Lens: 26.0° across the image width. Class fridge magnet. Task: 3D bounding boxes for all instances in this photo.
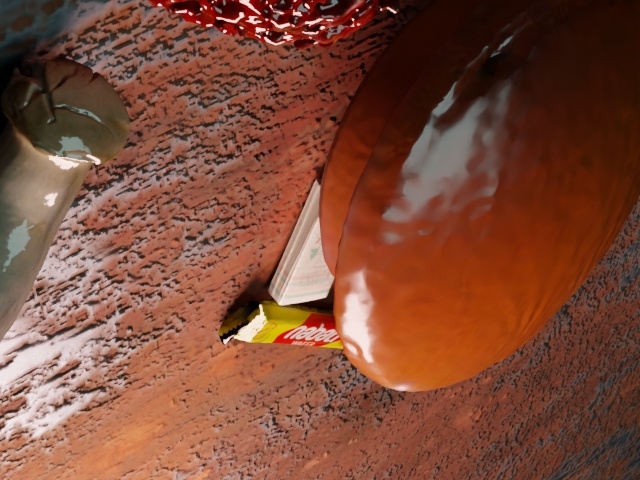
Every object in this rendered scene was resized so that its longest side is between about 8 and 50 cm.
[{"bbox_3d":[0.133,-0.050,1.034,0.363,0.155,0.363,-35,144,-31],"label":"fridge magnet"}]

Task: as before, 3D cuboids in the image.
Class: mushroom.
[{"bbox_3d":[-0.191,-0.006,0.817,0.223,0.081,0.092,-54,166,7],"label":"mushroom"}]

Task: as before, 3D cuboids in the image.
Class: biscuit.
[{"bbox_3d":[0.020,0.078,1.188,0.048,0.026,0.292,-39,152,27],"label":"biscuit"}]

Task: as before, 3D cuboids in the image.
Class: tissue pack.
[{"bbox_3d":[0.000,0.000,1.082,0.056,0.023,0.108,-6,130,-46],"label":"tissue pack"}]

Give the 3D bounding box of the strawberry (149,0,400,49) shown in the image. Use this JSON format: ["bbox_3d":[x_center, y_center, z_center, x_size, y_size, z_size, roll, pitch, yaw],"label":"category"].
[{"bbox_3d":[-0.039,-0.184,0.713,0.201,0.187,0.184,-13,102,-18],"label":"strawberry"}]
